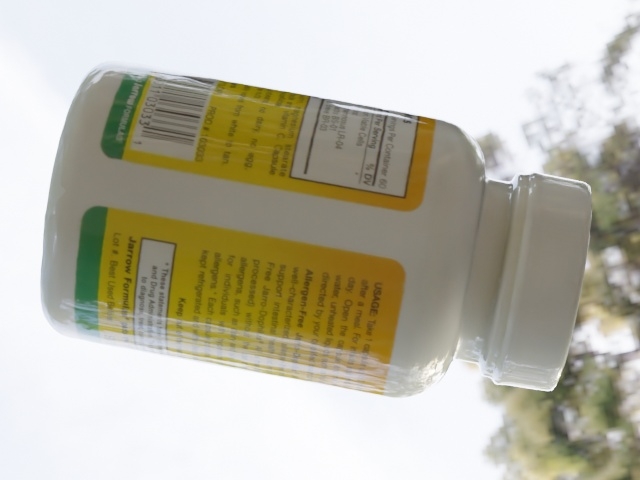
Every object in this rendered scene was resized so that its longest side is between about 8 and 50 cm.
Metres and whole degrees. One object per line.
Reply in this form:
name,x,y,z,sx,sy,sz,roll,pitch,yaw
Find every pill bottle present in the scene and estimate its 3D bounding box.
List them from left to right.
pill bottle,0.000,0.000,0.701,0.208,0.117,0.117,10,-114,2
